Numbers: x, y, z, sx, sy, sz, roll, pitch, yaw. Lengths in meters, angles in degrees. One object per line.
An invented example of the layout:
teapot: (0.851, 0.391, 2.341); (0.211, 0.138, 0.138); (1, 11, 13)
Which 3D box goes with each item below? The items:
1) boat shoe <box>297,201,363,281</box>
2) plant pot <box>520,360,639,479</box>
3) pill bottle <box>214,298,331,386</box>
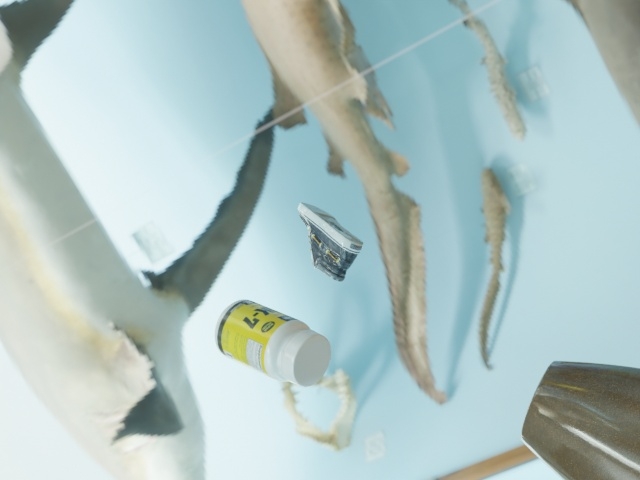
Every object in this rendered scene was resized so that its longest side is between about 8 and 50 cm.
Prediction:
boat shoe: (0.000, 0.000, 1.843); (0.065, 0.083, 0.183); (16, -163, -39)
plant pot: (0.363, 0.234, 1.198); (0.230, 0.215, 0.215); (23, -175, 23)
pill bottle: (-0.087, 0.190, 1.880); (0.119, 0.208, 0.119); (-19, -63, -43)
